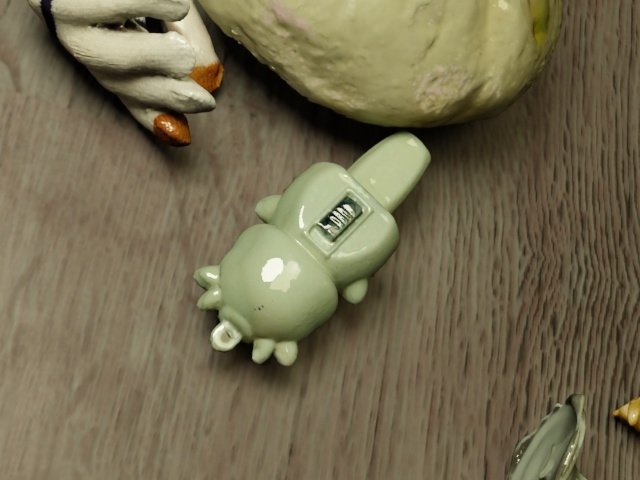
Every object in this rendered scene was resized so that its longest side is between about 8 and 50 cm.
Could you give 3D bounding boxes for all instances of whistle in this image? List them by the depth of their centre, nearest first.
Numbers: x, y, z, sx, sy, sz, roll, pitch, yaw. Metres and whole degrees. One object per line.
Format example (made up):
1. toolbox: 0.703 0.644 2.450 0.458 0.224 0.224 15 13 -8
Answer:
1. whistle: -0.001 -0.001 0.802 0.253 0.106 0.101 -46 119 -24

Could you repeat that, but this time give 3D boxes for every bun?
1. bun: 0.072 -0.277 0.864 0.365 0.219 0.365 16 55 -25

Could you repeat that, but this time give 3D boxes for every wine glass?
1. wine glass: 0.264 0.226 0.777 0.232 0.156 0.156 30 60 -1

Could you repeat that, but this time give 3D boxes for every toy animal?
1. toy animal: 0.298 0.169 0.863 0.083 0.060 0.081 59 22 13

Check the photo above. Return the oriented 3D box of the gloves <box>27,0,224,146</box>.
1. gloves: -0.160 -0.176 0.810 0.131 0.140 0.218 -13 85 5
